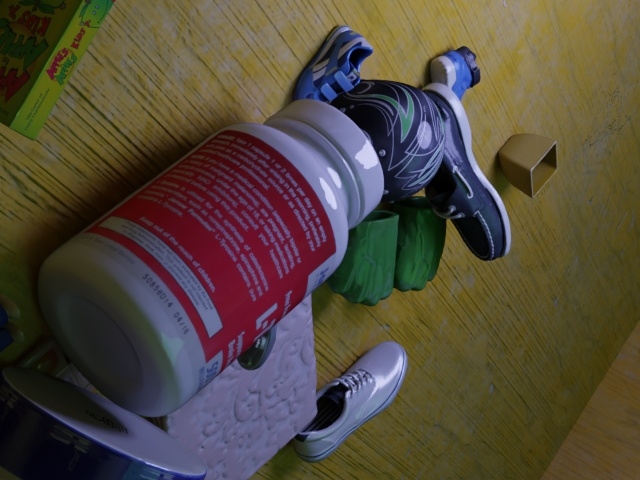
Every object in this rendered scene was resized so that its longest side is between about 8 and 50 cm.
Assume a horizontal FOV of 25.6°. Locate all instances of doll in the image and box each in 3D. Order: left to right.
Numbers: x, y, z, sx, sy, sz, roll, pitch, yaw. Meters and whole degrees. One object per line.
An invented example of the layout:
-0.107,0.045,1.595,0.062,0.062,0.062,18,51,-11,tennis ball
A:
-0.405,0.138,1.522,0.189,0.046,0.129,-37,143,-37,doll

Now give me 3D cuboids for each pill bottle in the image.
-0.116,0.005,1.675,0.407,0.229,0.229,-40,146,-32,pill bottle

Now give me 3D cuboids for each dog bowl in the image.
-0.265,0.246,1.581,0.104,0.265,0.265,-62,152,-1,dog bowl

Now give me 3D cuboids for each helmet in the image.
0.095,-0.138,1.957,0.169,0.161,0.169,-39,145,-35,helmet

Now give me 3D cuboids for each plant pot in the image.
0.359,-0.140,2.464,0.081,0.083,0.081,-47,149,-22,plant pot

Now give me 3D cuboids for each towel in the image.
-0.120,0.227,2.058,0.317,0.053,0.332,-39,144,-33,towel

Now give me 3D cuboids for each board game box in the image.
-0.276,-0.199,1.374,0.181,0.092,0.043,-60,152,-1,board game box

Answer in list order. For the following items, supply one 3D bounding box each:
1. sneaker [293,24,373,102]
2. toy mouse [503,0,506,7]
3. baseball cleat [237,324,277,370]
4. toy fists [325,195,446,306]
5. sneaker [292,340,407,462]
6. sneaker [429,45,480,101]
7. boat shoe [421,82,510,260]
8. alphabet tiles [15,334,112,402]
0.016,-0.217,1.866,0.144,0.059,0.053,-58,154,-3,sneaker
0.270,-0.414,2.127,0.161,0.031,0.143,-44,147,-27,toy mouse
-0.066,0.076,1.931,0.109,0.072,0.206,7,90,-55,baseball cleat
0.101,0.017,2.180,0.279,0.096,0.142,-15,112,-54,toy fists
0.052,0.257,2.317,0.258,0.094,0.091,-47,153,-22,sneaker
0.210,-0.228,2.171,0.084,0.058,0.152,-30,134,-30,sneaker
0.196,-0.088,2.149,0.091,0.114,0.303,-36,108,-28,boat shoe
-0.368,0.275,1.723,0.342,0.011,0.285,-44,145,-24,alphabet tiles
